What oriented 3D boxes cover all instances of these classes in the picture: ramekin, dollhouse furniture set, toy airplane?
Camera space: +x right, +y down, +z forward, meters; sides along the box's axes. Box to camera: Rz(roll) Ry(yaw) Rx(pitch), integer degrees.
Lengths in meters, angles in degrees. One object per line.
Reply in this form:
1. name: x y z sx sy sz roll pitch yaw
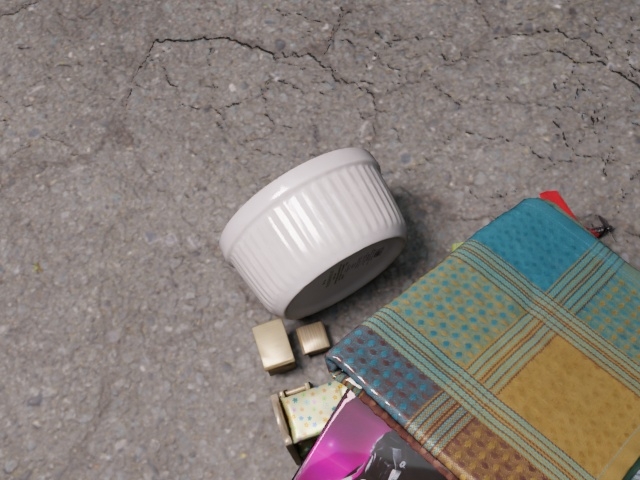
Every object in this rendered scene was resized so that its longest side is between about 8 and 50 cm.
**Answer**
1. ramekin: 0.000 0.000 1.109 0.207 0.207 0.109 -31 73 -8
2. dollhouse furniture set: 0.029 0.135 1.091 0.182 0.101 0.161 -19 63 -2
3. toy airplane: 0.275 0.001 1.162 0.151 0.028 0.151 -1 61 1

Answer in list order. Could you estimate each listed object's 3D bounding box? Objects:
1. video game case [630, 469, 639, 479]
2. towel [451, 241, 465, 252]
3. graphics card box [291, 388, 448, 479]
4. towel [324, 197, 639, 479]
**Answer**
1. video game case: 0.360 0.211 1.035 0.269 0.061 0.244 15 67 14
2. towel: 0.187 0.039 1.170 0.060 0.009 0.083 -5 63 6
3. graphics card box: 0.070 0.291 0.954 0.233 0.094 0.371 32 83 8
4. towel: 0.212 0.110 0.948 0.271 0.040 0.370 41 48 18
